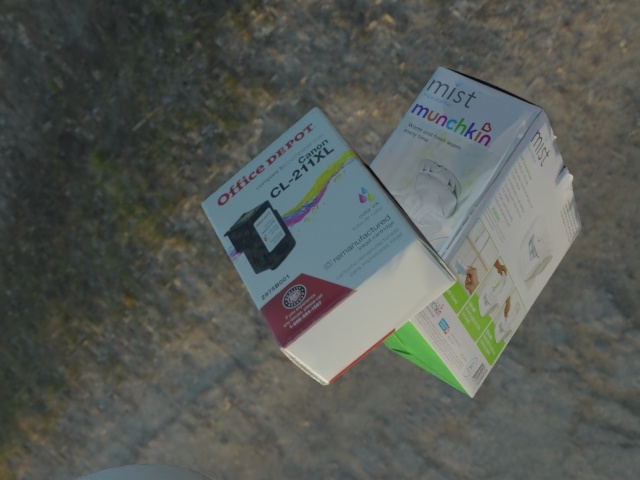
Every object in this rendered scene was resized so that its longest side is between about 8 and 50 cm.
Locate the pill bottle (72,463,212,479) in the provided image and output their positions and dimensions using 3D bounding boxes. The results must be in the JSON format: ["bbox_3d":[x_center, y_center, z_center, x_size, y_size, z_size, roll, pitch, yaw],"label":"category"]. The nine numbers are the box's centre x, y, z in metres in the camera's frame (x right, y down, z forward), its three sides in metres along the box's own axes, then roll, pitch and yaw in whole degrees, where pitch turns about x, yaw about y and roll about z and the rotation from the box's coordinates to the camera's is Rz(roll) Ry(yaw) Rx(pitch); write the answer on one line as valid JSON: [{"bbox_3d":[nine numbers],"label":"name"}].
[{"bbox_3d":[-0.031,0.199,0.318,0.272,0.152,0.152,53,163,50],"label":"pill bottle"}]

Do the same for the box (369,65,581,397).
[{"bbox_3d":[0.139,0.001,1.039,0.126,0.231,0.262,29,170,31],"label":"box"}]

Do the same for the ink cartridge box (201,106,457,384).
[{"bbox_3d":[0.000,0.000,0.795,0.072,0.127,0.175,43,-171,-46],"label":"ink cartridge box"}]
